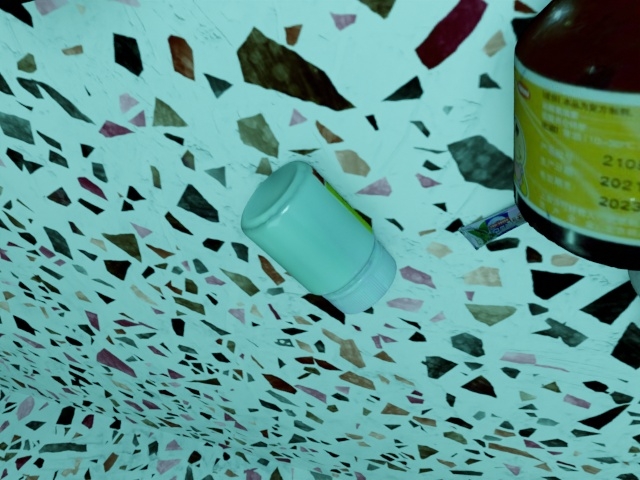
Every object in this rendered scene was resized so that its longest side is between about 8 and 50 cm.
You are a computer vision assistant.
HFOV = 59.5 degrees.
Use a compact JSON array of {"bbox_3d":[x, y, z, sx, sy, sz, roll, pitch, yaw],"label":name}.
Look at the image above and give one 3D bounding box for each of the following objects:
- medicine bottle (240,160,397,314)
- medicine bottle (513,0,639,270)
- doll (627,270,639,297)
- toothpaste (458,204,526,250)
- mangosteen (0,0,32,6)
[{"bbox_3d":[0.000,0.000,0.845,0.139,0.139,0.225,-22,124,42],"label":"medicine bottle"},{"bbox_3d":[0.279,-0.187,0.435,0.242,0.242,0.395,5,125,20],"label":"medicine bottle"},{"bbox_3d":[0.480,0.083,0.718,0.151,0.151,0.287,-4,138,29],"label":"doll"},{"bbox_3d":[0.264,-0.031,0.773,0.045,0.028,0.170,44,141,-10],"label":"toothpaste"},{"bbox_3d":[-0.304,-0.348,0.452,0.311,0.311,0.311,13,141,11],"label":"mangosteen"}]
